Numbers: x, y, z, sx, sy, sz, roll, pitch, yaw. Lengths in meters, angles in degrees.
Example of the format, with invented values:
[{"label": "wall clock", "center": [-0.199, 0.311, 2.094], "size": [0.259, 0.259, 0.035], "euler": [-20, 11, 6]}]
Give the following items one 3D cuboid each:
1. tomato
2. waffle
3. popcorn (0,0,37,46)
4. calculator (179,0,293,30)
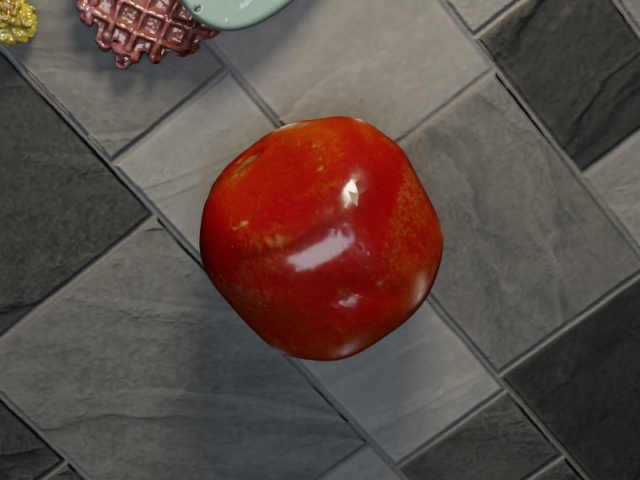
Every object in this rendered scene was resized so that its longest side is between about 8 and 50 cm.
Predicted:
[{"label": "tomato", "center": [0.000, 0.000, 1.804], "size": [0.325, 0.289, 0.293], "euler": [-24, 118, 5]}, {"label": "waffle", "center": [-0.224, -0.352, 1.775], "size": [0.234, 0.055, 0.221], "euler": [-18, 114, 2]}, {"label": "popcorn", "center": [-0.430, -0.306, 1.783], "size": [0.082, 0.057, 0.083], "euler": [36, 103, -17]}, {"label": "calculator", "center": [-0.072, -0.410, 1.735], "size": [0.295, 0.042, 0.184], "euler": [-46, 115, 1]}]
